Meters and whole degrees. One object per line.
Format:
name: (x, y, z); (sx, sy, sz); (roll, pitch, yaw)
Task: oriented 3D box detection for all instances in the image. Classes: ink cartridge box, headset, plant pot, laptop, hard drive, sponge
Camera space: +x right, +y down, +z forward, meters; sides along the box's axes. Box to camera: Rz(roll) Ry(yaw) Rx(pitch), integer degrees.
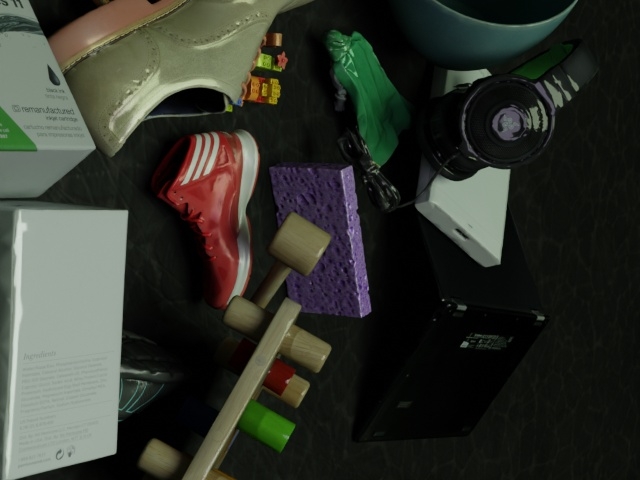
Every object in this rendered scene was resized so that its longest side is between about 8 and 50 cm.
ink cartridge box: (-0.299, -0.143, 1.005); (0.153, 0.087, 0.208); (-7, 67, -57)
headset: (0.209, -0.180, 1.718); (0.394, 0.243, 0.185); (-39, 101, -20)
plant pot: (0.216, -0.361, 1.780); (0.290, 0.290, 0.195); (-59, 174, -32)
laptop: (0.188, 0.097, 2.003); (0.382, 0.236, 0.408); (11, 114, -56)
hard drive: (0.234, -0.140, 1.925); (0.203, 0.040, 0.308); (38, 52, -40)
sponge: (0.000, 0.000, 1.617); (0.031, 0.117, 0.210); (-33, 121, -51)

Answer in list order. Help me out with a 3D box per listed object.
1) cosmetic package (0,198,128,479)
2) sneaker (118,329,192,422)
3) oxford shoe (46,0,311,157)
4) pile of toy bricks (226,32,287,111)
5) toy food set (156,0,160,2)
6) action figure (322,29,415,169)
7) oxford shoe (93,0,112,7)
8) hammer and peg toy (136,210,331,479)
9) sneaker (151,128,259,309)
cosmetic package: (-0.300, 0.072, 1.087); (0.138, 0.224, 0.225); (-5, 100, -55)
sneaker: (-0.246, 0.160, 1.324); (0.267, 0.101, 0.106); (6, 114, -58)
oxford shoe: (-0.118, -0.210, 1.320); (0.397, 0.140, 0.146); (-32, 89, -30)
pile of toy bricks: (-0.092, -0.212, 1.456); (0.212, 0.105, 0.118); (-1, 96, -56)
toy food set: (-0.149, -0.294, 1.392); (0.020, 0.083, 0.082); (52, 34, -2)
action figure: (0.057, -0.213, 1.715); (0.137, 0.063, 0.232); (-63, 145, -25)
oxford shoe: (-0.133, -0.383, 1.341); (0.364, 0.132, 0.130); (-59, 140, -32)
hammer and peg toy: (-0.076, 0.165, 1.413); (0.361, 0.127, 0.266); (-60, 177, -22)
sneaker: (-0.150, -0.024, 1.451); (0.128, 0.087, 0.221); (-2, 99, -37)
